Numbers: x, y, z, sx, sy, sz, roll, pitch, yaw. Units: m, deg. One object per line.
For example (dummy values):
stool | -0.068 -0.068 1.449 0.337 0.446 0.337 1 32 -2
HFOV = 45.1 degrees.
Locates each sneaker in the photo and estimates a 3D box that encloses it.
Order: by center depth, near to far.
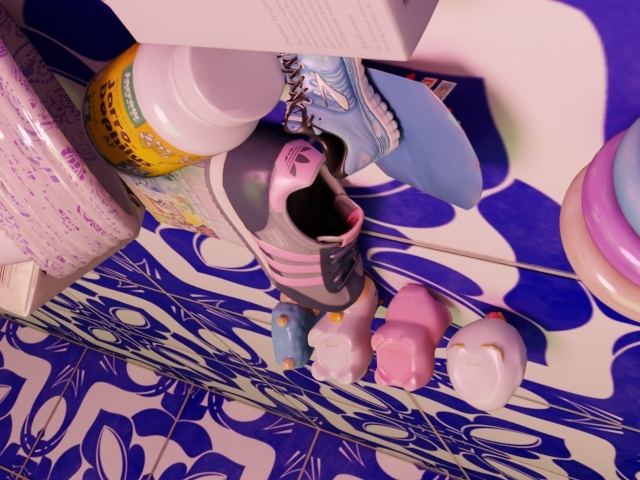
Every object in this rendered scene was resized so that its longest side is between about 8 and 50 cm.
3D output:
sneaker | -0.003 -0.115 0.589 0.162 0.073 0.063 54 163 -24
sneaker | 0.000 0.000 0.848 0.131 0.112 0.319 13 158 34

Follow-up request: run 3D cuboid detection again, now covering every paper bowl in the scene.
paper bowl | -0.305 -0.091 0.724 0.284 0.148 0.284 56 173 10

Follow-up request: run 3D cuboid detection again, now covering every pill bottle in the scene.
pill bottle | -0.121 -0.124 0.670 0.117 0.118 0.208 35 156 -28

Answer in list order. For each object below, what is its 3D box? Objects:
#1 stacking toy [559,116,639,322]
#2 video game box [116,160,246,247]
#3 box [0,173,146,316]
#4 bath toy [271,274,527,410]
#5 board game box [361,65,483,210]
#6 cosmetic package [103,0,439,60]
stacking toy | 0.246 -0.069 0.408 0.141 0.141 0.330 21 155 7
video game box | -0.157 -0.066 0.948 0.187 0.048 0.205 14 157 20
box | -0.322 -0.017 0.950 0.113 0.094 0.275 22 -156 4
bath toy | 0.107 0.122 1.015 0.348 0.152 0.129 7 -168 32
board game box | 0.077 -0.096 0.631 0.168 0.033 0.133 30 158 47
cosmetic package | -0.046 -0.187 0.491 0.231 0.086 0.117 14 157 29
